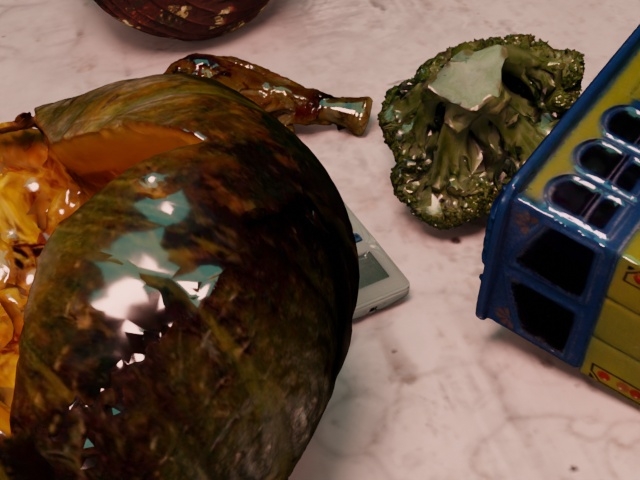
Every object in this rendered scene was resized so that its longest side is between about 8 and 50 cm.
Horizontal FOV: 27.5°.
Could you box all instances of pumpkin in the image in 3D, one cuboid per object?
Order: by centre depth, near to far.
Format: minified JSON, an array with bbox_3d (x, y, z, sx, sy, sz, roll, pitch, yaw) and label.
[{"bbox_3d":[-0.126,0.048,0.721,0.320,0.192,0.320,-24,41,22],"label":"pumpkin"}]

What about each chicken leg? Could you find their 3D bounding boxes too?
[{"bbox_3d":[-0.048,-0.107,1.057,0.178,0.070,0.093,7,40,0],"label":"chicken leg"}]

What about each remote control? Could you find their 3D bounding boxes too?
[{"bbox_3d":[0.000,0.000,0.942,0.061,0.029,0.162,-22,47,-16],"label":"remote control"}]

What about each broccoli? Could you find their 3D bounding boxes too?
[{"bbox_3d":[0.120,-0.087,0.947,0.162,0.138,0.146,-19,66,5],"label":"broccoli"}]

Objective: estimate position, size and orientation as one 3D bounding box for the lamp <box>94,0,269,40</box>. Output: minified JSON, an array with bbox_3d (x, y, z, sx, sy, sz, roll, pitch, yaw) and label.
[{"bbox_3d":[-0.121,-0.294,1.164,0.247,0.247,0.247,-4,39,3],"label":"lamp"}]

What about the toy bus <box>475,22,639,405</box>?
[{"bbox_3d":[0.240,-0.043,0.835,0.175,0.138,0.288,30,57,20],"label":"toy bus"}]
